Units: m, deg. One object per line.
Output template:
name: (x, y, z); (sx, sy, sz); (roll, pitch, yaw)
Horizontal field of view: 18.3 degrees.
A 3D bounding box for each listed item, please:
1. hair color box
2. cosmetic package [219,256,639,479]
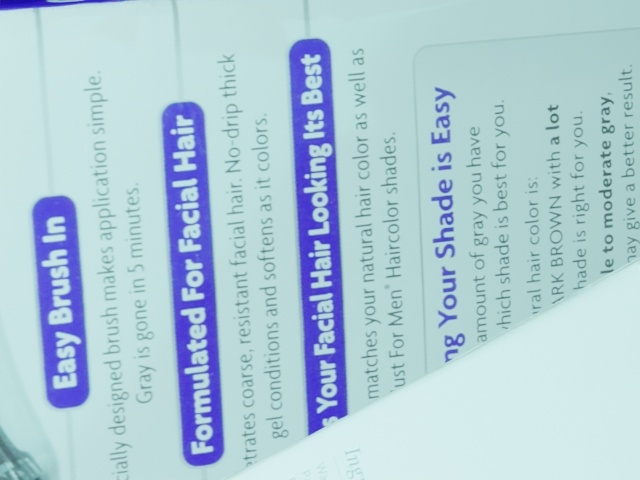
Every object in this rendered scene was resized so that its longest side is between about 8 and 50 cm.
hair color box: (0.000, 0.000, 0.676); (0.339, 0.110, 0.185); (-6, 103, -19)
cosmetic package: (0.080, 0.144, 0.624); (0.225, 0.138, 0.224); (-30, 142, 11)
